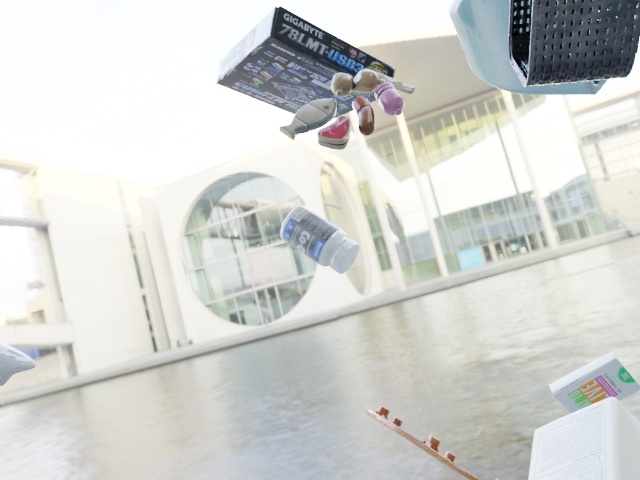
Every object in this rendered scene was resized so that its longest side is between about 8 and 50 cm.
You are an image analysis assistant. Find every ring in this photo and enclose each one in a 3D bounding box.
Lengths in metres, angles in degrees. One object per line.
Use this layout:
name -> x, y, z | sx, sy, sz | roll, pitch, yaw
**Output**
ring -> 0.238, 0.418, 1.020 | 0.032, 0.336, 0.336 | -58, 4, -13

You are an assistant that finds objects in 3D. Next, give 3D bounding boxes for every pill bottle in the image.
pill bottle -> 0.000, 0.000, 0.965 | 0.078, 0.137, 0.078 | -45, -25, -28

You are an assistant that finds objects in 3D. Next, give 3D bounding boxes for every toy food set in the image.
toy food set -> 0.030, -0.117, 0.445 | 0.122, 0.077, 0.019 | -47, -26, -31

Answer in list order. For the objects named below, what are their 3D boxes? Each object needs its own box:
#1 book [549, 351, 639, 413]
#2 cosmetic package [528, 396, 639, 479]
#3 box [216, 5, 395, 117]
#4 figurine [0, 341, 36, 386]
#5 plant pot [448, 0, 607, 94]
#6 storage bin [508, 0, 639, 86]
book -> 0.564, 0.302, 1.068 | 0.144, 0.096, 0.035 | -40, 12, 21
cosmetic package -> 0.384, 0.384, 0.728 | 0.160, 0.113, 0.309 | -45, 1, 38
box -> -0.040, -0.363, 1.145 | 0.295, 0.074, 0.293 | 16, -9, -29
figurine -> -0.468, 0.122, 0.581 | 0.214, 0.093, 0.209 | 9, -11, 17
plant pot -> 0.385, -0.415, 0.929 | 0.247, 0.248, 0.252 | -46, 30, -22
storage bin -> 0.212, -0.234, 0.435 | 0.084, 0.180, 0.122 | -1, 32, 12
